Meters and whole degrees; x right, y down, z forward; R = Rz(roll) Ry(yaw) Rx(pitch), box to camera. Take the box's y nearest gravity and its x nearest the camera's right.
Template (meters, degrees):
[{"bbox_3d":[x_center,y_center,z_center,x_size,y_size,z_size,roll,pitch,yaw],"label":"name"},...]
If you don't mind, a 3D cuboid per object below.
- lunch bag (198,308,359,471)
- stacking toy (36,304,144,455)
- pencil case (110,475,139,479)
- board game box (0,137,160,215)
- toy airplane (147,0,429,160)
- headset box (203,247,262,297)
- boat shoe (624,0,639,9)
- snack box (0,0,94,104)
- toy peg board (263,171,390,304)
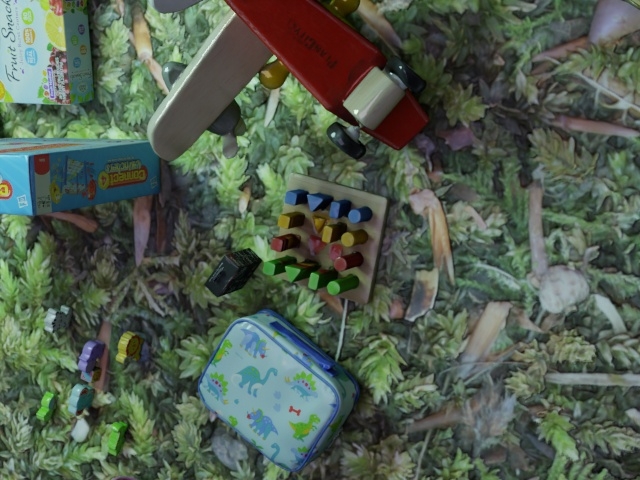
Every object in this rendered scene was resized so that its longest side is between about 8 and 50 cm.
[{"bbox_3d":[-0.060,0.219,1.738,0.219,0.090,0.176,37,113,18],"label":"lunch bag"},{"bbox_3d":[-0.387,0.229,1.928,0.167,0.052,0.221,20,106,24],"label":"stacking toy"},{"bbox_3d":[-0.370,0.513,1.921,0.124,0.124,0.284,47,114,14],"label":"pencil case"},{"bbox_3d":[-0.453,-0.103,1.771,0.302,0.308,0.086,4,100,27],"label":"board game box"},{"bbox_3d":[-0.052,-0.299,1.560,0.386,0.272,0.384,-5,110,-5],"label":"toy airplane"},{"bbox_3d":[-0.133,0.049,1.754,0.032,0.083,0.062,43,114,15],"label":"headset box"},{"bbox_3d":[0.410,-0.310,1.439,0.178,0.064,0.060,31,112,23],"label":"boat shoe"},{"bbox_3d":[-0.456,-0.324,1.866,0.175,0.070,0.207,6,106,26],"label":"snack box"},{"bbox_3d":[0.000,0.000,1.683,0.161,0.079,0.160,16,104,24],"label":"toy peg board"}]
